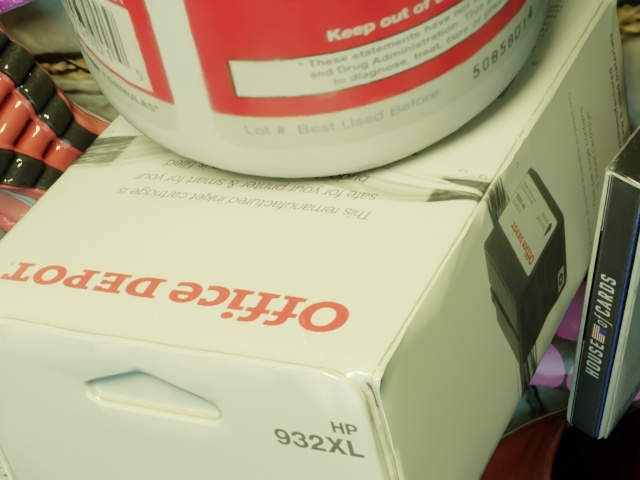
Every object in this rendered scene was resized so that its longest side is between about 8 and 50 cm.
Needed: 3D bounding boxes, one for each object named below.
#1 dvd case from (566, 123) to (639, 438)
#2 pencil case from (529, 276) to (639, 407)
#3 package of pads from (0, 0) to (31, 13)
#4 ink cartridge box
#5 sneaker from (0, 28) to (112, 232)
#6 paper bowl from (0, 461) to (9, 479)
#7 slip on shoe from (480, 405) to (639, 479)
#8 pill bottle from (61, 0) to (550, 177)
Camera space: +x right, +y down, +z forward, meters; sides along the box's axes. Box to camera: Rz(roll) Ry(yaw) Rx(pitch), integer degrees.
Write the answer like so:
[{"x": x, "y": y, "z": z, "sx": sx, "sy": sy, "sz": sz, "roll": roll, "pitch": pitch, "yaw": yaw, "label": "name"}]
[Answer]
[{"x": 0.196, "y": -0.018, "z": 0.855, "sx": 0.029, "sy": 0.179, "sz": 0.239, "roll": 30, "pitch": 151, "yaw": 21, "label": "dvd case"}, {"x": 0.132, "y": 0.053, "z": 1.068, "sx": 0.209, "sy": 0.095, "sz": 0.098, "roll": 12, "pitch": 176, "yaw": 8, "label": "pencil case"}, {"x": -0.187, "y": -0.165, "z": 0.956, "sx": 0.083, "sy": 0.032, "sz": 0.050, "roll": -13, "pitch": 135, "yaw": 39, "label": "package of pads"}, {"x": 0.000, "y": 0.000, "z": 0.784, "sx": 0.223, "sy": 0.307, "sz": 0.129, "roll": 6, "pitch": 130, "yaw": 28, "label": "ink cartridge box"}, {"x": -0.189, "y": -0.054, "z": 1.082, "sx": 0.136, "sy": 0.116, "sz": 0.314, "roll": 19, "pitch": 161, "yaw": 48, "label": "sneaker"}, {"x": -0.248, "y": 0.269, "z": 1.514, "sx": 0.284, "sy": 0.148, "sz": 0.284, "roll": 13, "pitch": 146, "yaw": 9, "label": "paper bowl"}, {"x": 0.191, "y": 0.167, "z": 1.151, "sx": 0.101, "sy": 0.123, "sz": 0.331, "roll": 14, "pitch": 159, "yaw": -28, "label": "slip on shoe"}, {"x": -0.027, "y": -0.229, "z": 0.606, "sx": 0.229, "sy": 0.229, "sz": 0.408, "roll": 9, "pitch": 146, "yaw": 15, "label": "pill bottle"}]
